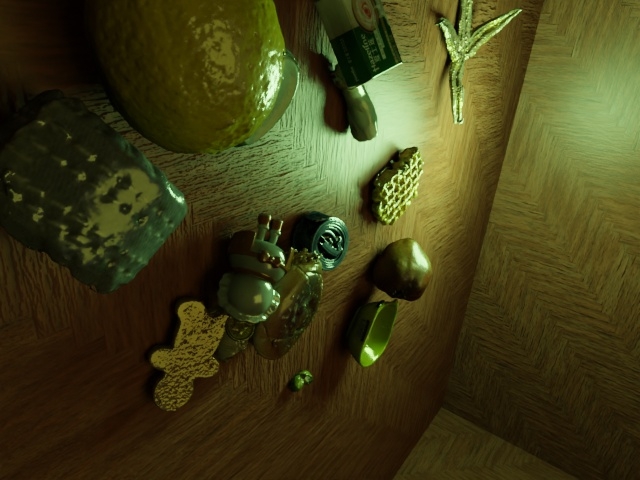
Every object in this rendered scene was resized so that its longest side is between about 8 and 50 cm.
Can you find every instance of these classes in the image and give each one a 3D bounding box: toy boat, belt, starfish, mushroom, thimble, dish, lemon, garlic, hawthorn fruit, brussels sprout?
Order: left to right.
[{"bbox_3d":[-0.304,-0.054,0.576,0.172,0.205,0.236,-55,147,-20],"label":"thimble"},{"bbox_3d":[-0.174,-0.248,0.615,0.253,0.254,0.310,-45,142,-35],"label":"lemon"},{"bbox_3d":[-0.208,0.227,1.020,0.074,0.094,0.112,3,108,-24],"label":"garlic"},{"bbox_3d":[-0.128,-0.282,0.860,0.207,0.079,0.134,-54,140,-4],"label":"toy boat"},{"bbox_3d":[-0.059,0.437,1.409,0.083,0.046,0.050,-23,120,-49],"label":"brussels sprout"},{"bbox_3d":[0.000,0.000,1.202,0.190,0.082,0.141,37,75,-56],"label":"belt"},{"bbox_3d":[0.092,-0.351,1.140,0.223,0.081,0.092,64,34,-47],"label":"mushroom"},{"bbox_3d":[0.172,0.316,1.637,0.221,0.109,0.262,5,106,-58],"label":"dish"},{"bbox_3d":[0.301,0.091,1.636,0.208,0.208,0.248,67,33,-49],"label":"hawthorn fruit"},{"bbox_3d":[0.512,-0.679,1.554,0.398,0.132,0.384,-49,139,-6],"label":"starfish"}]

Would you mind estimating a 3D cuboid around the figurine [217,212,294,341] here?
[{"bbox_3d":[-0.135,0.072,0.945,0.143,0.144,0.271,63,27,-51],"label":"figurine"}]

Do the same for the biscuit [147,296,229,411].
[{"bbox_3d":[-0.273,0.233,0.930,0.158,0.035,0.240,28,85,-35],"label":"biscuit"}]

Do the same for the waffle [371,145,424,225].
[{"bbox_3d":[0.258,-0.186,1.516,0.310,0.065,0.282,2,109,-61],"label":"waffle"}]

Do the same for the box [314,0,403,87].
[{"bbox_3d":[0.088,-0.457,1.000,0.135,0.081,0.198,-41,112,-38],"label":"box"}]

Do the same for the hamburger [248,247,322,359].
[{"bbox_3d":[-0.087,0.148,1.109,0.285,0.146,0.243,-68,156,-3],"label":"hamburger"}]
